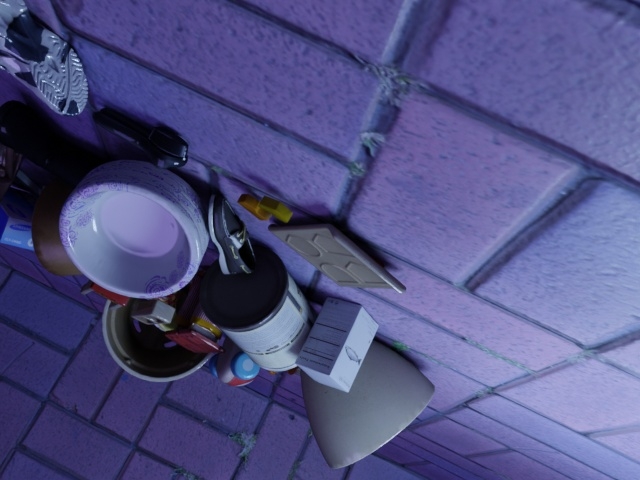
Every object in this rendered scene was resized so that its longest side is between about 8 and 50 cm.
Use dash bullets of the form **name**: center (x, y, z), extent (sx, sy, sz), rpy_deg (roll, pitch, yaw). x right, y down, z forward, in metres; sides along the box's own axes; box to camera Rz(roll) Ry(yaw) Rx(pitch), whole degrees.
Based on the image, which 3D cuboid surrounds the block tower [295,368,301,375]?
- **block tower**: center (0.062, 0.425, 2.203), extent (0.335, 0.091, 0.097), rpy_deg (25, 159, 4)

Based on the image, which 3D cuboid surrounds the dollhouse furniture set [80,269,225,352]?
- **dollhouse furniture set**: center (-0.385, 0.125, 1.830), extent (0.374, 0.201, 0.152), rpy_deg (36, 151, -32)

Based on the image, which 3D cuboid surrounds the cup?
- **cup**: center (0.083, 0.371, 1.795), extent (0.237, 0.331, 0.331), rpy_deg (53, 158, 1)

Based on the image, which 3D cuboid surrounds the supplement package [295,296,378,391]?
- **supplement package**: center (0.040, 0.239, 1.651), extent (0.105, 0.179, 0.105), rpy_deg (12, 155, 36)

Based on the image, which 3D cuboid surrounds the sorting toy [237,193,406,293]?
- **sorting toy**: center (0.000, 0.000, 1.338), extent (0.307, 0.041, 0.229), rpy_deg (40, 161, -30)

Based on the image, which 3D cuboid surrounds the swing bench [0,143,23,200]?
- **swing bench**: center (-0.855, -0.225, 1.677), extent (0.253, 0.165, 0.255), rpy_deg (30, 165, -9)

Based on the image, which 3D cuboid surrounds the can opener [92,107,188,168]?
- **can opener**: center (-0.317, -0.185, 1.271), extent (0.186, 0.073, 0.059), rpy_deg (28, -161, 7)

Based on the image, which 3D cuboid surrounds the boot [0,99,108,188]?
- **boot**: center (-0.536, -0.178, 1.477), extent (0.207, 0.094, 0.246), rpy_deg (28, 167, 9)

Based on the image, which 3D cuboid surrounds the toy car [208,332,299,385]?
- **toy car**: center (-0.145, 0.312, 1.938), extent (0.238, 0.210, 0.219), rpy_deg (23, 161, -21)

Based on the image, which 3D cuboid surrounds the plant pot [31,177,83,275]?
- **plant pot**: center (-0.481, -0.023, 1.642), extent (0.254, 0.237, 0.237), rpy_deg (5, 154, 17)

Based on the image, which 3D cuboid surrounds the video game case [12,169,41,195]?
- **video game case**: center (-0.880, -0.199, 1.961), extent (0.173, 0.022, 0.190), rpy_deg (18, 158, 23)

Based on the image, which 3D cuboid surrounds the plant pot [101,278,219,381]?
- **plant pot**: center (-0.475, 0.239, 2.162), extent (0.334, 0.334, 0.305), rpy_deg (30, 171, -9)

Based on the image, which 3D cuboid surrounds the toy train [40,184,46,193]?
- **toy train**: center (-0.695, -0.090, 1.960), extent (0.166, 0.046, 0.125), rpy_deg (17, 158, 25)

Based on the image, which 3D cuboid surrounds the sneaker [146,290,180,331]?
- **sneaker**: center (-0.423, 0.151, 1.959), extent (0.094, 0.208, 0.081), rpy_deg (-9, -174, 34)

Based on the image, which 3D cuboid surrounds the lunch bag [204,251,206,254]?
- **lunch bag**: center (-0.320, 0.012, 1.711), extent (0.098, 0.067, 0.065), rpy_deg (24, 160, 4)

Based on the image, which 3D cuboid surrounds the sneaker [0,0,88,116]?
- **sneaker**: center (-0.486, -0.296, 1.138), extent (0.153, 0.094, 0.235), rpy_deg (12, 155, 39)

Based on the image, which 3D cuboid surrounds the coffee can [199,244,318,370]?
- **coffee can**: center (-0.131, 0.163, 1.647), extent (0.201, 0.201, 0.275), rpy_deg (17, 157, 25)

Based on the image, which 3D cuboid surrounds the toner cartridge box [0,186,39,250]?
- **toner cartridge box**: center (-0.796, -0.063, 1.900), extent (0.165, 0.075, 0.348), rpy_deg (17, -172, -39)

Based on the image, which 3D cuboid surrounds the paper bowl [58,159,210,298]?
- **paper bowl**: center (-0.363, -0.033, 1.441), extent (0.284, 0.148, 0.284), rpy_deg (4, 125, 6)

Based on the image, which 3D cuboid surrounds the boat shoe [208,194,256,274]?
- **boat shoe**: center (-0.179, -0.011, 1.463), extent (0.069, 0.081, 0.227), rpy_deg (3, 143, 8)
